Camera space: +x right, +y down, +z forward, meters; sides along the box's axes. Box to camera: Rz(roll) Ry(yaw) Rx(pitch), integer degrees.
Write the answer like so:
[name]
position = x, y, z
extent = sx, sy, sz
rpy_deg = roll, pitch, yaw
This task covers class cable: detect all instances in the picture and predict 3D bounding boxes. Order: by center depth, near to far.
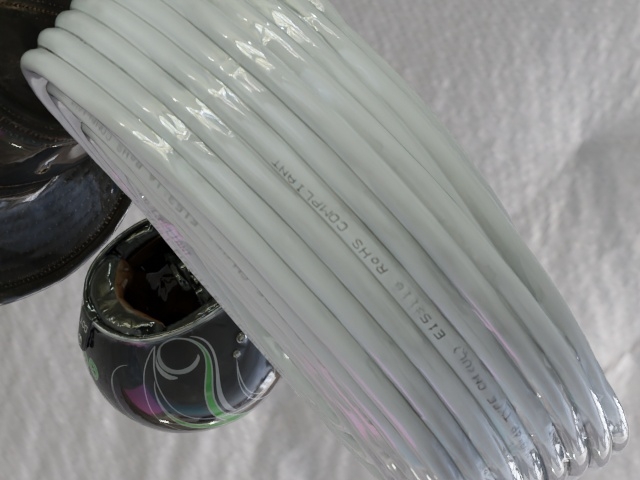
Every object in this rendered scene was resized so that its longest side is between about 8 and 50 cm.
[cable]
position = 0.000, 0.000, 0.593
extent = 0.089, 0.257, 0.257
rpy_deg = -40, -37, -7

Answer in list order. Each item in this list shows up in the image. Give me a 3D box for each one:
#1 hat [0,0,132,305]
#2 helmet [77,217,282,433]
[hat]
position = -0.158, -0.116, 0.882
extent = 0.331, 0.134, 0.331
rpy_deg = 6, -97, -55
[helmet]
position = -0.104, 0.073, 1.271
extent = 0.169, 0.169, 0.161
rpy_deg = -36, -38, -14
